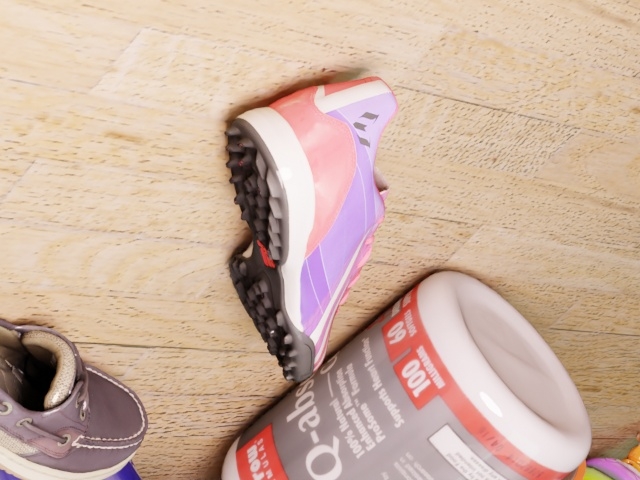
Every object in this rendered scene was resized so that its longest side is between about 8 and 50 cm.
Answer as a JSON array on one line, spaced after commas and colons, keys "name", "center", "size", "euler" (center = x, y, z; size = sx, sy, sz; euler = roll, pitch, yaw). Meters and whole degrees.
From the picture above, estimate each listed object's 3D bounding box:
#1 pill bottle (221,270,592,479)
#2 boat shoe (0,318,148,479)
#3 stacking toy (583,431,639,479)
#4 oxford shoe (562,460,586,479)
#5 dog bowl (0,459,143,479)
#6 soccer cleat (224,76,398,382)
[{"name": "pill bottle", "center": [0.044, 0.211, 1.630], "size": [0.363, 0.210, 0.210], "euler": [-41, 150, 19]}, {"name": "boat shoe", "center": [-0.214, 0.109, 1.341], "size": [0.092, 0.103, 0.285], "euler": [-37, 146, 22]}, {"name": "stacking toy", "center": [0.324, 0.313, 2.131], "size": [0.302, 0.175, 0.165], "euler": [-42, 126, -27]}, {"name": "oxford shoe", "center": [0.116, 0.314, 1.958], "size": [0.364, 0.130, 0.132], "euler": [-17, 156, -22]}, {"name": "dog bowl", "center": [-0.261, 0.284, 1.572], "size": [0.265, 0.104, 0.265], "euler": [-23, 150, -14]}, {"name": "soccer cleat", "center": [0.000, 0.000, 1.364], "size": [0.116, 0.108, 0.318], "euler": [-26, 149, -16]}]
